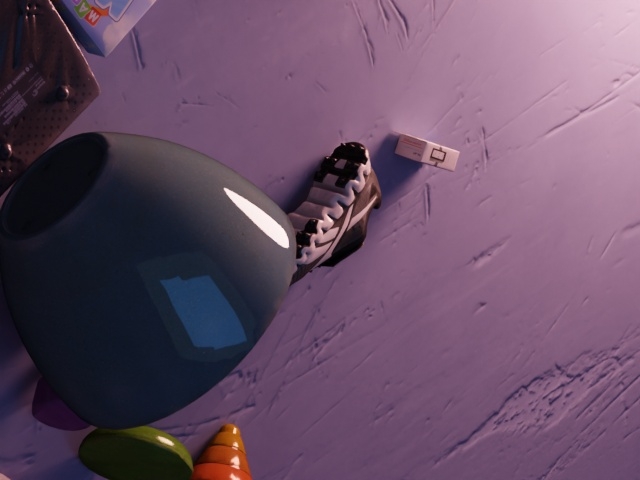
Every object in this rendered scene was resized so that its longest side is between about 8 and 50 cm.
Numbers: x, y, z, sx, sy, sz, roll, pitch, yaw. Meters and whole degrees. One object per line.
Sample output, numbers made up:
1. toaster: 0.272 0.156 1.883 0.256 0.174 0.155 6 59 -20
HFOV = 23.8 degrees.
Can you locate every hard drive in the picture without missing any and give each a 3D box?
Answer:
1. hard drive: -0.327 -0.179 1.417 0.172 0.054 0.254 -50 135 -19

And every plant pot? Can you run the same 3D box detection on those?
1. plant pot: -0.196 0.007 1.468 0.290 0.290 0.195 -52 126 -16

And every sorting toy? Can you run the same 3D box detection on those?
1. sorting toy: -0.181 0.210 1.708 0.365 0.127 0.126 45 44 -42

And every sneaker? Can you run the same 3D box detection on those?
1. sneaker: 0.000 0.000 1.797 0.234 0.078 0.106 -52 132 -19

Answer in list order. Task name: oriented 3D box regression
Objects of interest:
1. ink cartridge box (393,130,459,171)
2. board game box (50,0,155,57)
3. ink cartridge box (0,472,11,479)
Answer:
1. ink cartridge box: 0.128 -0.112 1.902 0.083 0.048 0.028 14 96 -46
2. board game box: -0.198 -0.312 1.506 0.211 0.039 0.160 -52 135 -16
3. ink cartridge box: -0.370 0.313 1.567 0.099 0.056 0.135 6 101 -47
